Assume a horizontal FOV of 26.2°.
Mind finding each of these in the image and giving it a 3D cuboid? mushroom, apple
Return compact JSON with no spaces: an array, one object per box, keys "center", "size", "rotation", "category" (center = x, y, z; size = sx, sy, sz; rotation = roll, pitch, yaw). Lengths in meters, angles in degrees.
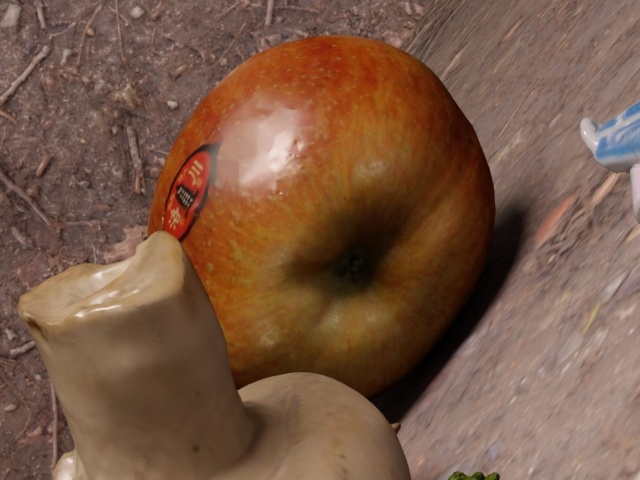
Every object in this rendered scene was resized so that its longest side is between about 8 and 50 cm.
[{"center":[-0.099,0.149,0.847],"size":[0.292,0.290,0.292],"rotation":[-24,14,6],"category":"mushroom"},{"center":[0.000,0.000,1.106],"size":[0.250,0.277,0.309],"rotation":[-91,14,-56],"category":"apple"}]

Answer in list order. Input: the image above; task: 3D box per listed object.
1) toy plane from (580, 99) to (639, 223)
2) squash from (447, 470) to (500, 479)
[{"center":[0.237,-0.120,0.718],"size":[0.267,0.122,0.267],"rotation":[-48,31,40],"category":"toy plane"},{"center":[0.065,0.184,0.661],"size":[0.069,0.069,0.258],"rotation":[-49,9,16],"category":"squash"}]
